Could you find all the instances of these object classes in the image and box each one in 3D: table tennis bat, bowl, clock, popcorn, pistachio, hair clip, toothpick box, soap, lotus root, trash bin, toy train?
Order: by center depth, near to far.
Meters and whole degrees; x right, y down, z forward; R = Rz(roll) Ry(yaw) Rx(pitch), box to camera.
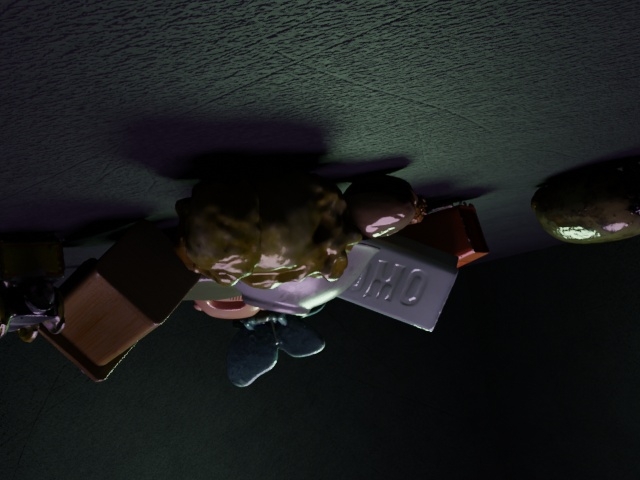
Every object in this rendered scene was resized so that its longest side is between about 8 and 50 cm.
[{"bbox_3d":[-0.094,-0.017,1.252,0.286,0.173,0.225,-2,178,-41],"label":"popcorn"},{"bbox_3d":[0.090,-0.052,1.463,0.149,0.113,0.113,-7,176,33],"label":"pistachio"},{"bbox_3d":[-0.063,0.048,1.524,0.314,0.146,0.313,13,180,0],"label":"bowl"},{"bbox_3d":[-0.540,0.089,1.541,0.134,0.177,0.261,-2,170,-43],"label":"toy train"},{"bbox_3d":[-0.366,0.103,1.616,0.308,0.187,0.190,-34,-166,50],"label":"toothpick box"},{"bbox_3d":[0.553,-0.067,1.812,0.173,0.173,0.309,-5,180,-29],"label":"lotus root"},{"bbox_3d":[0.202,-0.058,1.858,0.157,0.013,0.087,-15,-159,16],"label":"table tennis bat"},{"bbox_3d":[0.138,0.068,1.859,0.266,0.159,0.087,21,-156,2],"label":"soap"},{"bbox_3d":[0.235,0.000,1.965,0.239,0.184,0.161,-24,167,26],"label":"trash bin"},{"bbox_3d":[-0.235,0.114,2.285,0.227,0.142,0.241,0,162,-1],"label":"clock"},{"bbox_3d":[-0.145,0.181,2.577,0.318,0.392,0.238,-13,-162,16],"label":"hair clip"}]

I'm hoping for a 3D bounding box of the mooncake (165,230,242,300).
[{"bbox_3d":[-0.239,0.046,1.803,0.275,0.135,0.275,-7,171,-1],"label":"mooncake"}]

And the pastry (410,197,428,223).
[{"bbox_3d":[0.144,-0.051,1.791,0.140,0.056,0.080,-13,-176,18],"label":"pastry"}]

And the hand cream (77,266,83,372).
[{"bbox_3d":[-0.532,0.185,2.077,0.079,0.255,0.048,-9,171,10],"label":"hand cream"}]
